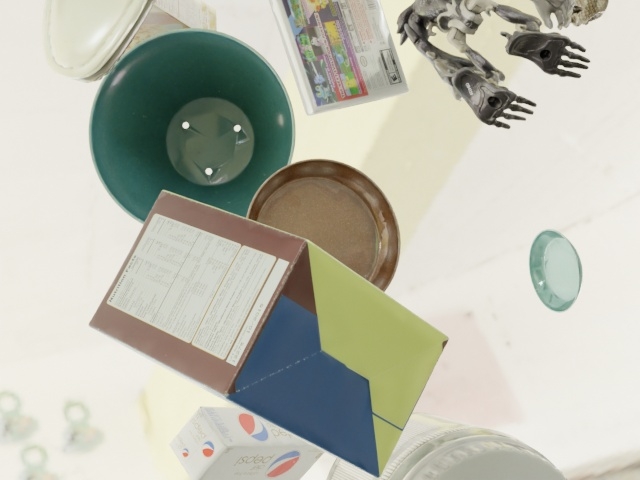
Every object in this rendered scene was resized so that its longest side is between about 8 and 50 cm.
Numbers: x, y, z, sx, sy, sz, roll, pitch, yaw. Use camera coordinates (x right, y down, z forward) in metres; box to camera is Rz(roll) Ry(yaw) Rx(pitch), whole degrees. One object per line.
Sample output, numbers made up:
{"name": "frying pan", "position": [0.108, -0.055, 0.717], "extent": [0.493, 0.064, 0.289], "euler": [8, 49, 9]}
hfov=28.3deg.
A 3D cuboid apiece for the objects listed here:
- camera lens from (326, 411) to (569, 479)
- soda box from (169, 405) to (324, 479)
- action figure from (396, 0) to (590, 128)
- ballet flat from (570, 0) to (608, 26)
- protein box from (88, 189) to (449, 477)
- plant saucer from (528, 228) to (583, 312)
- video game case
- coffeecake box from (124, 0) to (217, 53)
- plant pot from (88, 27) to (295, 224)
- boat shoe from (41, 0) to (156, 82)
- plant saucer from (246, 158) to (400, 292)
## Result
{"name": "camera lens", "position": [0.134, 0.300, 1.343], "extent": [0.219, 0.219, 0.274], "euler": [-15, 2, -16]}
{"name": "soda box", "position": [-0.088, 0.264, 1.638], "extent": [0.074, 0.069, 0.216], "euler": [-50, -33, 19]}
{"name": "action figure", "position": [0.169, -0.216, 1.297], "extent": [0.141, 0.275, 0.164], "euler": [29, -66, -29]}
{"name": "ballet flat", "position": [0.340, -0.342, 1.783], "extent": [0.084, 0.250, 0.058], "euler": [11, -73, -13]}
{"name": "protein box", "position": [-0.044, 0.077, 1.072], "extent": [0.200, 0.201, 0.136], "euler": [35, -101, -42]}
{"name": "plant saucer", "position": [0.336, 0.042, 1.790], "extent": [0.021, 0.119, 0.119], "euler": [-8, -32, -25]}
{"name": "video game case", "position": [0.023, -0.284, 1.762], "extent": [0.183, 0.201, 0.023], "euler": [-17, -1, -38]}
{"name": "coffeecake box", "position": [-0.261, -0.320, 1.844], "extent": [0.142, 0.068, 0.185], "euler": [-19, -26, 29]}
{"name": "plant pot", "position": [-0.173, -0.151, 1.861], "extent": [0.290, 0.290, 0.195], "euler": [-26, -1, 3]}
{"name": "boat shoe", "position": [-0.195, -0.292, 1.303], "extent": [0.109, 0.304, 0.091], "euler": [13, -13, 17]}
{"name": "plant saucer", "position": [0.000, 0.000, 1.312], "extent": [0.169, 0.168, 0.029], "euler": [-12, -7, -21]}
